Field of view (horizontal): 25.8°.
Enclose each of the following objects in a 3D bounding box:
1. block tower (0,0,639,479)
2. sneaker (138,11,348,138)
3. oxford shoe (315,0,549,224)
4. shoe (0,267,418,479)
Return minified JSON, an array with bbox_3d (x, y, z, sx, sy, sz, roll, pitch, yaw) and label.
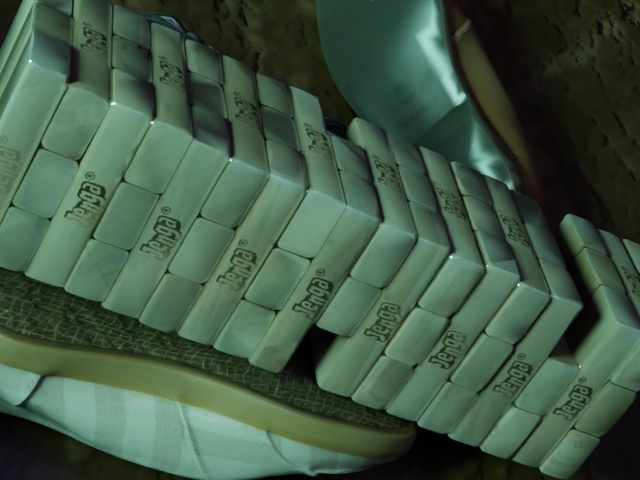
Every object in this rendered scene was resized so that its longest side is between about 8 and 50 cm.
[{"bbox_3d":[0.000,0.000,0.607,0.335,0.097,0.091,21,29,-20],"label":"block tower"},{"bbox_3d":[-0.064,-0.072,0.661,0.178,0.072,0.077,17,53,-22],"label":"sneaker"},{"bbox_3d":[0.058,-0.086,0.738,0.076,0.076,0.212,1,63,-55],"label":"oxford shoe"},{"bbox_3d":[-0.060,0.063,0.610,0.219,0.058,0.076,18,31,-22],"label":"shoe"}]
